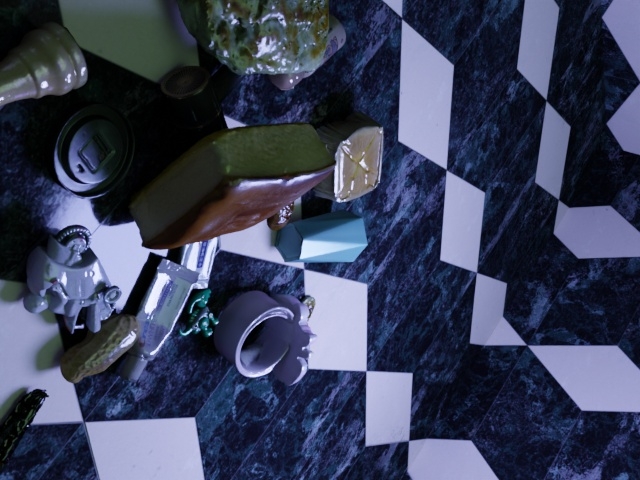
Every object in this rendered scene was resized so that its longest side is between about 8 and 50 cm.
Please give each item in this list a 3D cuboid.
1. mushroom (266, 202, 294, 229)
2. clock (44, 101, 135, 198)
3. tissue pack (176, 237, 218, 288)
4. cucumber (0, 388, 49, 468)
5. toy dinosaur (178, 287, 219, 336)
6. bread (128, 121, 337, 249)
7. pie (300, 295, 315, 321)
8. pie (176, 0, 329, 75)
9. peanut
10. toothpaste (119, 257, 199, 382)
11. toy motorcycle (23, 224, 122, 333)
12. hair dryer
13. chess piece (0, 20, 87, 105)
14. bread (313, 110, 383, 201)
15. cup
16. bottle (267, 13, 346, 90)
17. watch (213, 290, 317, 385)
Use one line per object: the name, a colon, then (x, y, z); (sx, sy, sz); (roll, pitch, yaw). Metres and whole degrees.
mushroom: (-0.105, -0.087, 1.952); (0.109, 0.085, 0.126); (-35, 141, -40)
clock: (-0.432, -0.171, 1.481); (0.184, 0.040, 0.184); (-32, 133, -42)
tissue pack: (-0.285, 0.024, 1.818); (0.123, 0.026, 0.193); (-3, 112, -54)
cucumber: (-0.604, 0.372, 1.565); (0.181, 0.053, 0.053); (-59, 146, -16)
toy dinosaur: (-0.295, 0.180, 1.882); (0.132, 0.059, 0.096); (-53, 137, -35)
bread: (-0.184, -0.110, 1.629); (0.324, 0.333, 0.143); (-17, 80, -47)
pie: (-0.042, 0.199, 2.273); (0.084, 0.020, 0.084); (-33, 134, -41)
pie: (-0.110, -0.519, 1.574); (0.395, 0.180, 0.418); (-28, 123, -41)
peanut: (-0.458, 0.219, 1.643); (0.194, 0.083, 0.093); (-39, 137, -35)
toothpaste: (-0.369, 0.184, 1.760); (0.282, 0.068, 0.099); (-64, 161, -3)
toy motorcycle: (-0.489, 0.086, 1.514); (0.171, 0.110, 0.260); (-29, 141, -22)
hair dryer: (-0.185, -0.339, 1.687); (0.352, 0.107, 0.189); (-52, 147, -30)
chess piece: (-0.556, -0.212, 1.225); (0.397, 0.117, 0.117); (-39, 138, -33)
bread: (0.067, -0.221, 2.093); (0.192, 0.110, 0.209); (-29, 131, -35)
cup: (0.000, 0.000, 2.110); (0.236, 0.148, 0.134); (-10, 115, -47)
bottle: (-0.039, -0.430, 1.830); (0.209, 0.097, 0.110); (-47, 159, -25)
watch: (-0.145, 0.264, 2.027); (0.231, 0.196, 0.244); (-10, 121, -44)
